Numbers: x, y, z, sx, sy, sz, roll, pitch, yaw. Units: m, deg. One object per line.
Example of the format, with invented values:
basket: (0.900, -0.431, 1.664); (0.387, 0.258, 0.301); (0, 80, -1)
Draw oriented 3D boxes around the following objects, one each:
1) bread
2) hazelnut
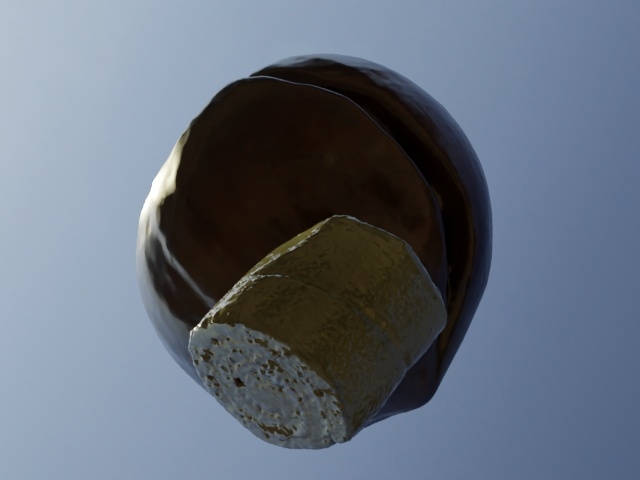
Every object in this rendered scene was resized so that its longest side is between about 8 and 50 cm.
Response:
bread: (-0.002, 0.066, 0.812); (0.148, 0.134, 0.141); (-8, -151, 47)
hazelnut: (0.000, 0.000, 1.236); (0.429, 0.402, 0.402); (-57, -142, 31)
